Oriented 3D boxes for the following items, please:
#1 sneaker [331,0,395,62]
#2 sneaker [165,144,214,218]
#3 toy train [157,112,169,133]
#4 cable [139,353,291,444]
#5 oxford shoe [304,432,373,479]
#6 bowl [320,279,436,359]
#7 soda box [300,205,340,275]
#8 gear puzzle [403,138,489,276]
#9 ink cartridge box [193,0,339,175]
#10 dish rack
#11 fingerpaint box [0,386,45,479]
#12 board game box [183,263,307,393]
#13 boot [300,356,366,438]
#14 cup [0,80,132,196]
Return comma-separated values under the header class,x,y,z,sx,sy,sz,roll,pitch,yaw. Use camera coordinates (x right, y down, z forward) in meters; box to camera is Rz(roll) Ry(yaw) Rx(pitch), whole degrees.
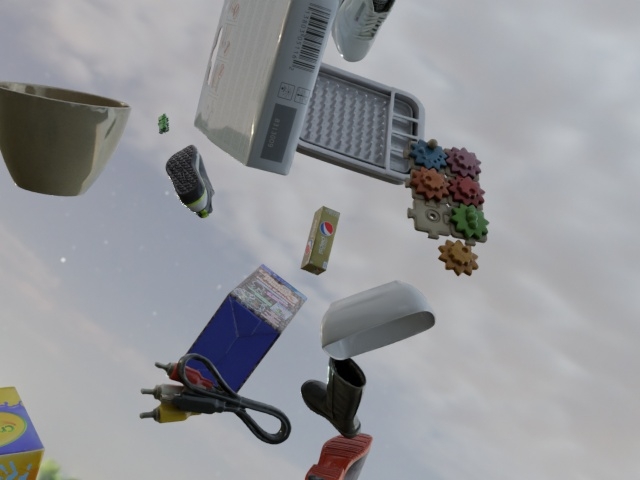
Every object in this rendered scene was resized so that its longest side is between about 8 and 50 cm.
class,x,y,z,sx,sy,sz,roll,pitch,yaw
sneaker,0.082,-0.404,1.453,0.235,0.090,0.095,105,-32,-44
sneaker,-0.291,-0.126,1.888,0.097,0.084,0.235,57,9,-37
toy train,-0.342,-0.253,1.807,0.017,0.023,0.083,55,9,-31
cable,-0.180,0.285,1.517,0.287,0.140,0.072,18,-1,-27
oxford shoe,0.041,0.508,1.823,0.096,0.271,0.099,5,-71,27
bowl,0.068,0.095,1.024,0.142,0.142,0.053,53,19,-71
soda box,0.000,0.000,2.305,0.058,0.181,0.061,22,-24,-17
gear puzzle,0.261,-0.075,1.682,0.175,0.339,0.044,10,-37,-13
ink cartridge box,-0.118,-0.313,1.536,0.091,0.308,0.385,11,13,-25
dish rack,0.076,-0.263,1.917,0.332,0.286,0.072,18,-38,-13
fingerpaint box,-0.683,0.422,1.225,0.444,0.371,0.163,1,31,-40
board game box,-0.174,0.211,1.886,0.141,0.232,0.291,37,15,2
boot,0.025,0.310,1.771,0.189,0.076,0.209,33,-30,30
cup,-0.642,-0.240,2.017,0.330,0.237,0.331,11,11,-2
